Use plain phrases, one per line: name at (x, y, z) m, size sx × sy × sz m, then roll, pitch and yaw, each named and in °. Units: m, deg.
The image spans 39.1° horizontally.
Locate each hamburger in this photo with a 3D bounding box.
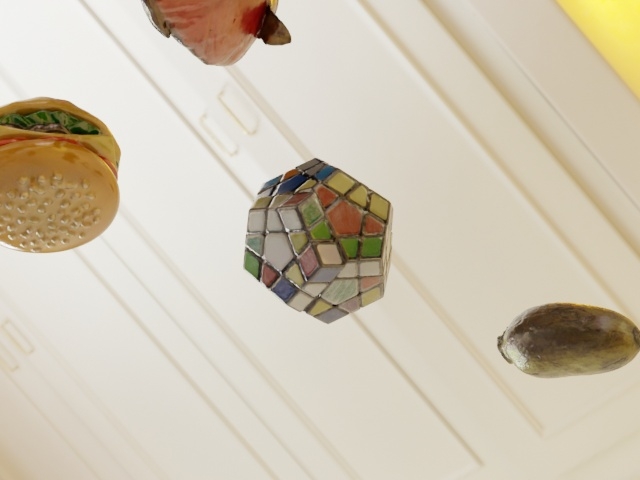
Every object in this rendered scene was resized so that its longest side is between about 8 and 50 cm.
hamburger at (-0.271, -0.061, 0.885) m, size 0.162 × 0.162 × 0.115 m, roll -40°, pitch -134°, yaw 25°

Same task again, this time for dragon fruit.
dragon fruit at (-0.093, -0.282, 0.789) m, size 0.100 × 0.282 × 0.343 m, roll -6°, pitch 149°, yaw 16°

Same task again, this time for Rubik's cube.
Rubik's cube at (0.000, 0.000, 0.603) m, size 0.111 × 0.111 × 0.093 m, roll -39°, pitch 167°, yaw 34°

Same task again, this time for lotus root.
lotus root at (0.296, 0.119, 1.088) m, size 0.179 × 0.089 × 0.081 m, roll -10°, pitch 157°, yaw 36°
